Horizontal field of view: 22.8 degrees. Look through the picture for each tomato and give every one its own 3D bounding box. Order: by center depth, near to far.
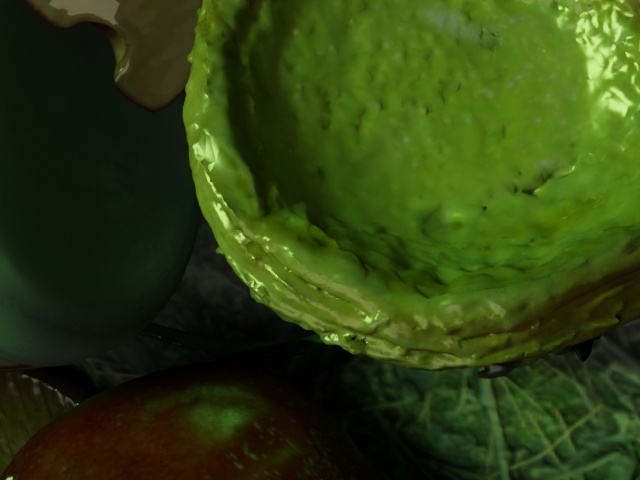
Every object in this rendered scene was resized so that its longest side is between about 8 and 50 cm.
[{"bbox_3d":[-0.061,0.219,1.001,0.303,0.239,0.303,32,145,26],"label":"tomato"}]

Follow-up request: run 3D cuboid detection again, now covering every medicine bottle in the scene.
[{"bbox_3d":[-0.253,-0.033,0.962,0.306,0.245,0.245,-10,113,33],"label":"medicine bottle"}]

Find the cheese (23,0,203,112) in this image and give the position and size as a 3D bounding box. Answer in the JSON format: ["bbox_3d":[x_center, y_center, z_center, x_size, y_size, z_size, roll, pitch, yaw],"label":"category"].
[{"bbox_3d":[-0.101,-0.167,0.856,0.202,0.128,0.177,-6,124,10],"label":"cheese"}]

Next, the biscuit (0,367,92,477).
[{"bbox_3d":[-0.225,0.192,1.210,0.261,0.037,0.262,12,123,19],"label":"biscuit"}]

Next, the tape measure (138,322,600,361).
[{"bbox_3d":[0.001,0.000,0.962,0.330,0.084,0.164,1,118,34],"label":"tape measure"}]

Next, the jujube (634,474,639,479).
[{"bbox_3d":[0.277,0.232,0.863,0.308,0.215,0.247,26,123,11],"label":"jujube"}]

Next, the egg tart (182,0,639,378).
[{"bbox_3d":[0.074,-0.060,0.789,0.294,0.294,0.123,30,161,9],"label":"egg tart"}]
